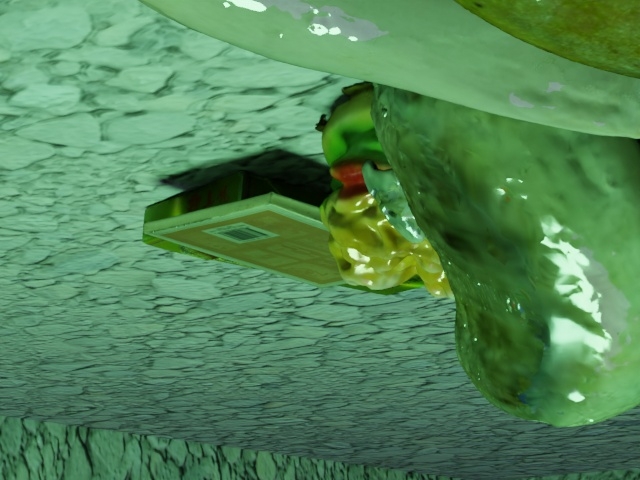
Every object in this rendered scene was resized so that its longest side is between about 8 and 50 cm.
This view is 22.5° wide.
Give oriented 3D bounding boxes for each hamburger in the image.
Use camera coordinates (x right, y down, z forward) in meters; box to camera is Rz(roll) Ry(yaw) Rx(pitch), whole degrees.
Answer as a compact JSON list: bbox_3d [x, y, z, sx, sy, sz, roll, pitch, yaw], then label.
[{"bbox_3d":[0.107,-0.029,1.278,0.237,0.149,0.237,2,164,1],"label":"hamburger"}]

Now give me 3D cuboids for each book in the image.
[{"bbox_3d":[-0.020,0.003,1.492,0.170,0.018,0.242,-11,159,41],"label":"book"}]

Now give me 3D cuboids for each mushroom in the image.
[{"bbox_3d":[0.137,0.000,1.078,0.247,0.130,0.344,6,129,27],"label":"mushroom"},{"bbox_3d":[0.005,-0.156,0.848,0.407,0.154,0.137,17,119,-28],"label":"mushroom"}]

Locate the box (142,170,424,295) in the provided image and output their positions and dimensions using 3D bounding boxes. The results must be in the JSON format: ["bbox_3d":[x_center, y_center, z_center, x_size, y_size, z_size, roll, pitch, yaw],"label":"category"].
[{"bbox_3d":[0.000,0.000,1.594,0.311,0.043,0.173,14,161,-35],"label":"box"}]

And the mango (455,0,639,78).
[{"bbox_3d":[0.117,-0.171,0.719,0.329,0.176,0.175,11,-163,-29],"label":"mango"}]
